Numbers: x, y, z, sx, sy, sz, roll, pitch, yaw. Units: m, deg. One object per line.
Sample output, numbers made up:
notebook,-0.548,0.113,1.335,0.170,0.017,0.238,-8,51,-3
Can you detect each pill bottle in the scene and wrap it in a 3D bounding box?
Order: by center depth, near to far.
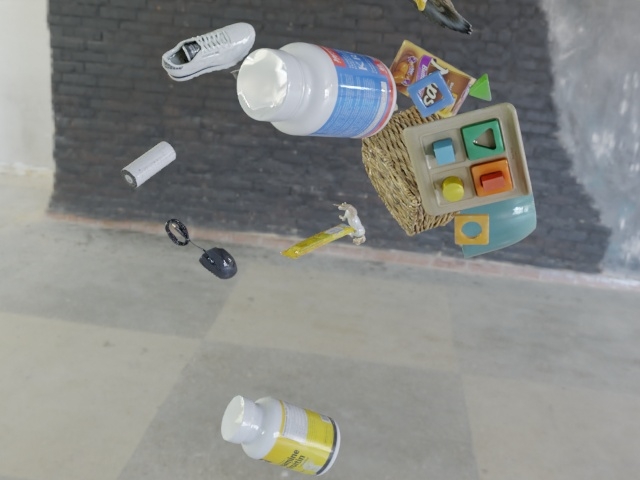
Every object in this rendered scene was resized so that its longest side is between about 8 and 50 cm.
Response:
pill bottle,-0.004,-0.204,0.992,0.124,0.124,0.222,18,16,36
pill bottle,-0.066,0.319,1.196,0.184,0.103,0.103,25,8,-26

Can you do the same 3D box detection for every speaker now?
speaker,-0.418,-0.186,1.763,0.055,0.055,0.136,17,47,34

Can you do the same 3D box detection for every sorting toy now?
sorting toy,0.258,-0.131,1.265,0.196,0.347,0.047,-11,29,18

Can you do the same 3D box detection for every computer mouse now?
computer mouse,-0.308,0.028,1.871,0.242,0.071,0.041,39,21,-30

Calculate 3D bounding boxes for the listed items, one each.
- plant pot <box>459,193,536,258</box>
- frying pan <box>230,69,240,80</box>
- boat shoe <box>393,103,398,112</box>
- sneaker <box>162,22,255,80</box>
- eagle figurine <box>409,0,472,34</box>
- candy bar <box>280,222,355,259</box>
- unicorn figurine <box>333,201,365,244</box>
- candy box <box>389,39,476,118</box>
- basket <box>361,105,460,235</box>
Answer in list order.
plant pot,0.548,-0.105,2.284,0.235,0.292,0.293,-9,15,9
frying pan,-0.092,-0.420,1.777,0.197,0.053,0.326,-13,12,-32
boat shoe,0.128,-0.344,1.767,0.068,0.072,0.190,-1,11,28
sneaker,-0.264,-0.457,1.723,0.235,0.090,0.095,-28,-9,-4
eagle figurine,0.188,-0.516,1.354,0.299,0.225,0.226,-2,10,-28
candy bar,0.000,0.000,1.329,0.162,0.018,0.040,-24,27,-38
unicorn figurine,0.091,-0.062,2.148,0.060,0.162,0.111,-42,11,-14
candy box,0.251,-0.370,1.668,0.187,0.109,0.053,34,21,16
basket,0.269,-0.184,1.912,0.223,0.213,0.299,-24,60,-11
